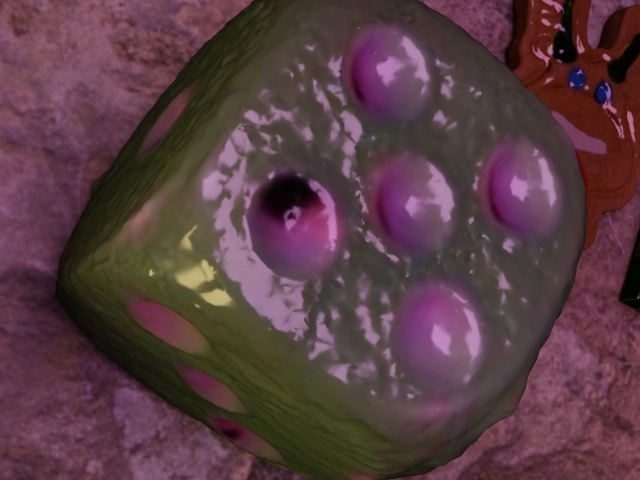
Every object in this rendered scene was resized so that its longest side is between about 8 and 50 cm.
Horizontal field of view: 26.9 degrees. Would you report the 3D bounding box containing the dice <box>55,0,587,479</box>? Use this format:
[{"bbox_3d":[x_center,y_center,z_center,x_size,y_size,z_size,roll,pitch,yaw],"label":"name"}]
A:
[{"bbox_3d":[0.000,0.000,1.104,0.330,0.322,0.318,39,68,-18],"label":"dice"}]

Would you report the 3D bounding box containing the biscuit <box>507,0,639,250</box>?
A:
[{"bbox_3d":[0.262,-0.125,1.404,0.202,0.047,0.334,27,72,-21],"label":"biscuit"}]

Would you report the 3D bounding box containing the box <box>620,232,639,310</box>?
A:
[{"bbox_3d":[0.443,0.053,1.472,0.235,0.034,0.132,27,72,-21],"label":"box"}]
